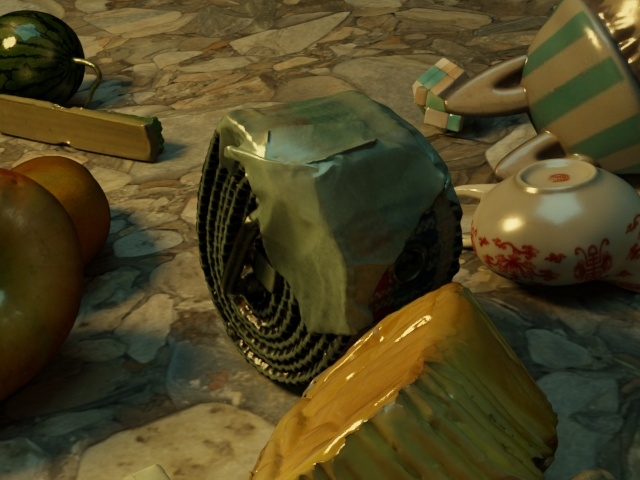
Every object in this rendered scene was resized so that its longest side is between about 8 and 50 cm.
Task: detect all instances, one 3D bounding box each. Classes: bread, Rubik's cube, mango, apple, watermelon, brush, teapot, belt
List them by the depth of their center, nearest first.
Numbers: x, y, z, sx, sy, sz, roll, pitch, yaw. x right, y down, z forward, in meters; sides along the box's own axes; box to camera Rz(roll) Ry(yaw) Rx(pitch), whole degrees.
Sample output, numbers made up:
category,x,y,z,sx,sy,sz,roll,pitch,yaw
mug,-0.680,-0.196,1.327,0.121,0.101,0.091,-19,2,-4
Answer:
category,x,y,z,sx,sy,sz,roll,pitch,yaw
bread,0.062,0.134,0.815,0.179,0.133,0.250,-35,6,12
belt,0.000,0.000,1.016,0.150,0.257,0.207,-22,65,-30
apple,-0.318,0.044,1.068,0.235,0.210,0.173,-18,1,-38
teapot,0.210,-0.016,1.166,0.245,0.116,0.159,11,43,42
mango,-0.280,-0.025,1.285,0.138,0.113,0.253,-9,20,6
Rubik's cube,0.148,-0.162,1.486,0.073,0.084,0.075,-38,14,-2
brush,-0.307,-0.147,1.591,0.282,0.054,0.048,12,24,33
watermelon,-0.374,-0.240,1.697,0.187,0.140,0.141,4,29,20

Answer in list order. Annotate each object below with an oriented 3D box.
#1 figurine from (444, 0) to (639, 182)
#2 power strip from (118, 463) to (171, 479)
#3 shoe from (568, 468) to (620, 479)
category,x,y,z,sx,sy,sz,roll,pitch,yaw
figurine,0.308,-0.218,1.355,0.378,0.266,0.361,-10,21,-5
power strip,-0.041,0.247,0.695,0.043,0.106,0.367,-21,30,-20
shoe,0.149,0.245,0.634,0.210,0.132,0.342,45,18,15
